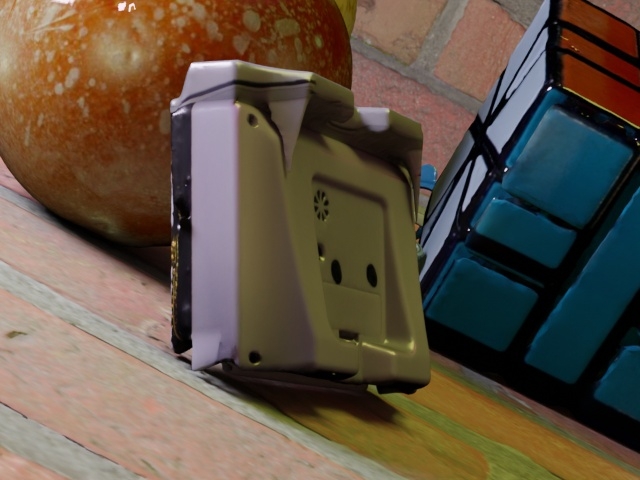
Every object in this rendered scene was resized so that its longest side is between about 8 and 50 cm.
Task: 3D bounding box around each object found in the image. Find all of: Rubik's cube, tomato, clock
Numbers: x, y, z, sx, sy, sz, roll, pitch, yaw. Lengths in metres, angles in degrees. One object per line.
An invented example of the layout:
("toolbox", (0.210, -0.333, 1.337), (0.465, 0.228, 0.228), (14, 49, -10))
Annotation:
("Rubik's cube", (0.266, -0.024, 1.509), (0.283, 0.288, 0.293), (29, 26, -3))
("tomato", (-0.115, -0.102, 1.172), (0.270, 0.223, 0.270), (9, -16, 2))
("clock", (0.000, 0.000, 1.022), (0.083, 0.186, 0.253), (-6, -10, 28))

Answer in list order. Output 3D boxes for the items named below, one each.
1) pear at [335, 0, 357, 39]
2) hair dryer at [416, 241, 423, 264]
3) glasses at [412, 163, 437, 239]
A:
("pear", (-0.137, -0.232, 1.522), (0.348, 0.348, 0.348), (27, 6, -3))
("hair dryer", (0.056, 0.051, 1.431), (0.047, 0.071, 0.150), (23, 24, -4))
("glasses", (0.112, -0.019, 2.204), (0.207, 0.102, 0.239), (-10, 28, -30))
